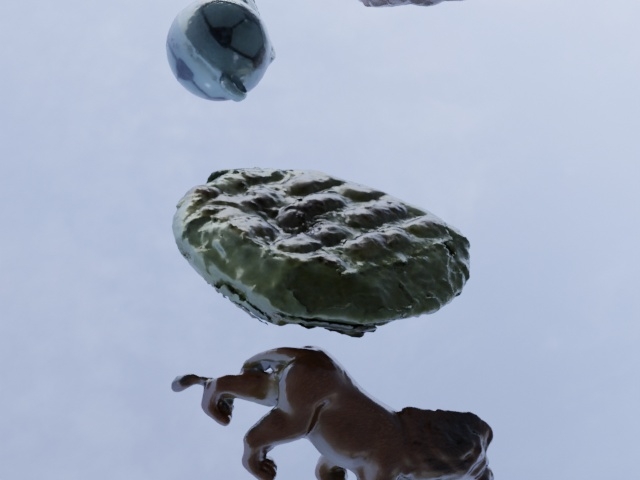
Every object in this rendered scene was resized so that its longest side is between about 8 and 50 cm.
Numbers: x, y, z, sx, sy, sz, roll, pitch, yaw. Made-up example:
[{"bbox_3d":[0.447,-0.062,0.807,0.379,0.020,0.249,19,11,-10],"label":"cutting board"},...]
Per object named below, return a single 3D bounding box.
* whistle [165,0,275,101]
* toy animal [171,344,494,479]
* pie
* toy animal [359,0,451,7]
[{"bbox_3d":[-0.155,-0.300,1.423,0.163,0.163,0.289,3,-135,-28],"label":"whistle"},{"bbox_3d":[0.029,0.176,0.924,0.312,0.157,0.097,35,-168,-18],"label":"toy animal"},{"bbox_3d":[0.000,0.000,0.970,0.306,0.071,0.306,8,-155,-4],"label":"pie"},{"bbox_3d":[0.144,-0.293,0.648,0.188,0.358,0.226,35,-165,-22],"label":"toy animal"}]
